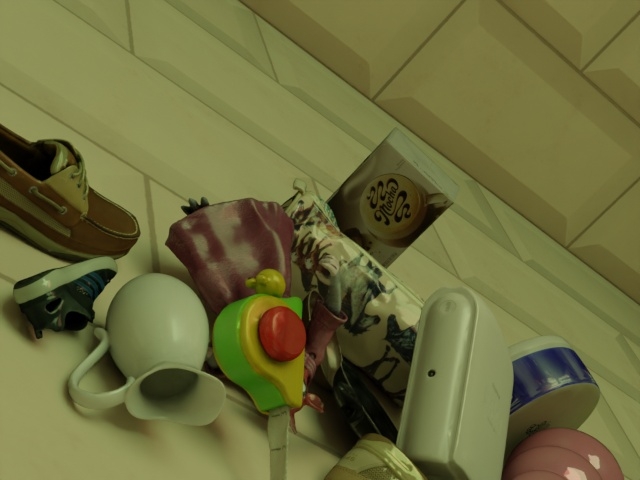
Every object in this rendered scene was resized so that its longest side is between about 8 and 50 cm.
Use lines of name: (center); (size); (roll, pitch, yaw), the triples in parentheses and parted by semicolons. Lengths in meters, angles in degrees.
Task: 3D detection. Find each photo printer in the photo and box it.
photo printer: (0.212, 0.240, 1.671); (0.256, 0.107, 0.308); (59, 37, -48)

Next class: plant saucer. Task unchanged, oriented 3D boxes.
plant saucer: (-0.002, 0.162, 1.742); (0.168, 0.029, 0.169); (-15, 90, -79)

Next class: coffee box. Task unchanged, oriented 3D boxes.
coffee box: (0.092, -0.040, 2.052); (0.168, 0.297, 0.119); (43, 21, -3)

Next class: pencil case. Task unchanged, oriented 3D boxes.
pencil case: (0.059, 0.089, 1.881); (0.410, 0.183, 0.160); (43, 7, 0)

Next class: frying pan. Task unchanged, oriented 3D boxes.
frying pan: (0.073, 0.272, 1.608); (0.197, 0.053, 0.326); (55, 5, 0)

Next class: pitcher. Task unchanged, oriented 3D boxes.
pitcher: (-0.217, 0.129, 1.336); (0.177, 0.126, 0.207); (2, 32, -18)

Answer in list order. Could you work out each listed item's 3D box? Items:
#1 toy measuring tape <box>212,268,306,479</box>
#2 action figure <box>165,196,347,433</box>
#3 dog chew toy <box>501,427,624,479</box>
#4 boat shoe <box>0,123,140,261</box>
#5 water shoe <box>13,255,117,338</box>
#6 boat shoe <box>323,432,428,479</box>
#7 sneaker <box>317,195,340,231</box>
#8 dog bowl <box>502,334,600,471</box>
toy measuring tape: (-0.081, 0.182, 1.363); (0.121, 0.121, 0.330); (27, 55, -40)
action figure: (-0.097, 0.119, 1.597); (0.276, 0.248, 0.370); (97, -26, -59)
dog chew toy: (0.370, 0.414, 1.768); (0.207, 0.206, 0.332); (49, 17, 16)
boat shoe: (-0.360, -0.070, 1.450); (0.324, 0.120, 0.123); (25, 26, -44)
water shoe: (-0.307, 0.072, 1.365); (0.080, 0.072, 0.203); (71, 19, -1)
boat shoe: (0.146, 0.416, 1.489); (0.341, 0.122, 0.110); (43, 56, 12)
sneaker: (0.000, 0.000, 1.985); (0.065, 0.076, 0.167); (-45, 112, -75)
dog bowl: (0.344, 0.286, 1.915); (0.265, 0.265, 0.104); (20, 31, -50)
